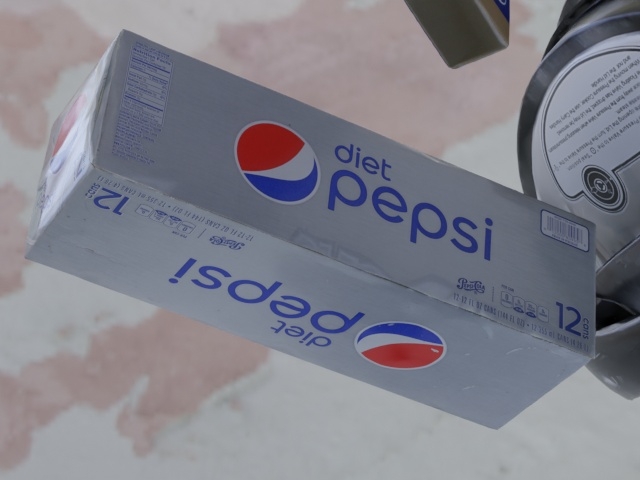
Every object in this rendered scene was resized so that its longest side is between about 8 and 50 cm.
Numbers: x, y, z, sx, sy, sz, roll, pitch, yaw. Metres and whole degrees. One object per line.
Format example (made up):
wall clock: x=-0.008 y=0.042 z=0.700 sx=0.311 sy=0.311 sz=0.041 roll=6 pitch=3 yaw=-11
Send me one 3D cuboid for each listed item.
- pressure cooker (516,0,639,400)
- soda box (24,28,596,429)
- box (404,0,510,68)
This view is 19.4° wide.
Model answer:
pressure cooker: x=0.334 y=-0.068 z=1.155 sx=0.375 sy=0.370 sz=0.420 roll=22 pitch=-127 yaw=34
soda box: x=0.000 y=0.000 z=0.967 sx=0.286 sy=0.098 sz=0.091 roll=21 pitch=-127 yaw=-20
box: x=0.045 y=-0.202 z=0.885 sx=0.036 sy=0.136 sz=0.225 roll=-22 pitch=-142 yaw=22
